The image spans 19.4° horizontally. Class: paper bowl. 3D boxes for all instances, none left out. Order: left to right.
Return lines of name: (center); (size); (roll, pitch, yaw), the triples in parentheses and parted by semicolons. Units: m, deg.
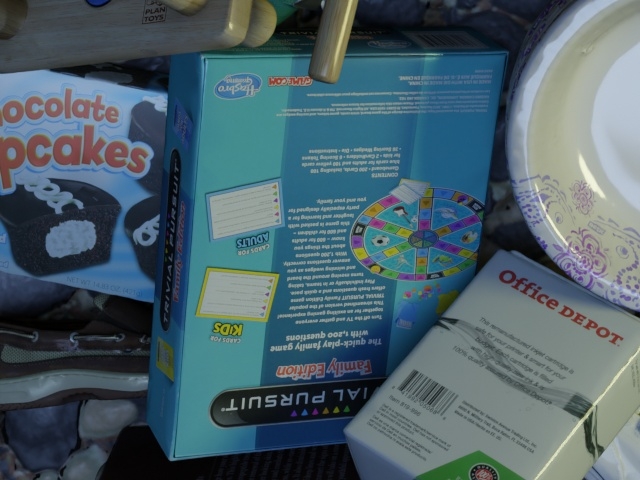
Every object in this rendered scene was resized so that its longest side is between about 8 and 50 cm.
paper bowl: (0.285, -0.094, 1.447); (0.284, 0.148, 0.284); (2, 111, 6)

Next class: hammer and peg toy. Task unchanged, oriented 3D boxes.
hammer and peg toy: (-0.099, -0.247, 1.319); (0.361, 0.127, 0.266); (-1, 75, 37)

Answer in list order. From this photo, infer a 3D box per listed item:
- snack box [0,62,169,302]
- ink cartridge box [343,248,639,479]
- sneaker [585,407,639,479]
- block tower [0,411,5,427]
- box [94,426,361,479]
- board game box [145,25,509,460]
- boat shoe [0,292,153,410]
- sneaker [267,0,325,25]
snack box: (-0.214, -0.059, 1.562); (0.322, 0.060, 0.187); (11, 111, 2)
ink cartridge box: (0.143, 0.129, 1.459); (0.153, 0.208, 0.087); (31, 157, 29)
sneaker: (0.265, 0.167, 1.564); (0.091, 0.094, 0.258); (-32, 101, 39)
block tower: (-0.380, 0.301, 1.703); (0.097, 0.091, 0.335); (20, 111, -2)
box: (0.004, 0.245, 1.586); (0.381, 0.191, 0.143); (-3, 111, 8)
board game box: (0.000, 0.000, 1.497); (0.254, 0.079, 0.336); (-3, 113, -22)
boat shoe: (-0.172, 0.085, 1.599); (0.257, 0.095, 0.095); (-7, 94, 2)
sneaker: (0.067, -0.236, 1.438); (0.302, 0.108, 0.121); (-35, 99, 16)
